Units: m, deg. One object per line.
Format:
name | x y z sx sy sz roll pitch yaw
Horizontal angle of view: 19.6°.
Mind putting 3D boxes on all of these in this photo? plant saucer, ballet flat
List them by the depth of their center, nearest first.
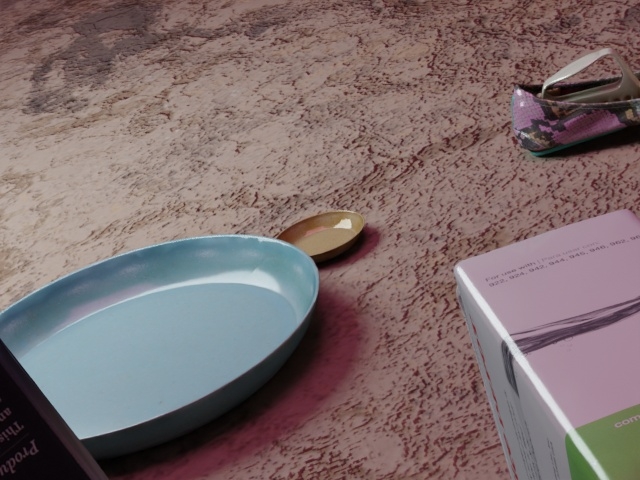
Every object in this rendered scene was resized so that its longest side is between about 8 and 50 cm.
plant saucer | -0.147 0.088 1.463 0.317 0.044 0.317 -15 24 7
plant saucer | 0.000 0.000 1.585 0.083 0.015 0.083 -15 23 7
ballet flat | 0.273 -0.133 1.607 0.221 0.079 0.077 -12 23 13

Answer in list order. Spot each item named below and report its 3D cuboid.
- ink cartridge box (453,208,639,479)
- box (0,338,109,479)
ink cartridge box | 0.175 0.128 0.956 0.115 0.198 0.273 -19 24 -3
box | -0.251 0.121 1.063 0.183 0.294 0.296 -38 18 -11
